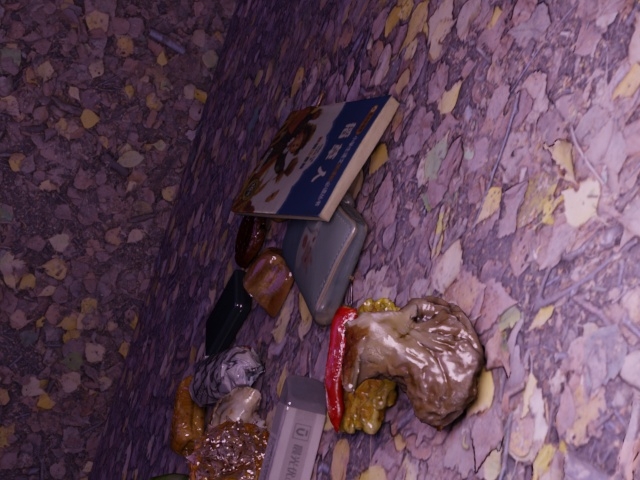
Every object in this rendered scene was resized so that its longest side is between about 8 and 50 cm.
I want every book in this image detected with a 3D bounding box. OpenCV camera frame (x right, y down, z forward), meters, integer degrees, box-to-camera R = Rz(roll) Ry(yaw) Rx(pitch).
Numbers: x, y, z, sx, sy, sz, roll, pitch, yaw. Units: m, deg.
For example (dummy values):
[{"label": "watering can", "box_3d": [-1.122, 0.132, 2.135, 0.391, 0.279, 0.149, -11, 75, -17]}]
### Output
[{"label": "book", "box_3d": [-0.027, -0.174, 1.846, 0.428, 0.039, 0.300, 5, 60, 60]}]

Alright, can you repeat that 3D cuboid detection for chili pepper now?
[{"label": "chili pepper", "box_3d": [0.034, 0.190, 1.438, 0.059, 0.051, 0.267, -6, 73, 66]}]

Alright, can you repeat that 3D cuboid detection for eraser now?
[{"label": "eraser", "box_3d": [-0.063, 0.429, 1.586, 0.061, 0.089, 0.351, 170, 115, -72]}]

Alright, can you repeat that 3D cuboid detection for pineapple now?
[{"label": "pineapple", "box_3d": [-0.174, 0.437, 1.696, 0.224, 0.225, 0.076, -95, -1, -46]}]

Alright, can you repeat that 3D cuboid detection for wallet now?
[{"label": "wallet", "box_3d": [0.000, 0.000, 1.787, 0.360, 0.083, 0.252, -123, 49, -64]}]

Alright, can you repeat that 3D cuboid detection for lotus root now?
[{"label": "lotus root", "box_3d": [-0.122, 0.081, 2.023, 0.135, 0.095, 0.159, -59, 30, 24]}]

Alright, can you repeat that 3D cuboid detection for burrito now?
[{"label": "burrito", "box_3d": [-0.227, 0.325, 2.079, 0.445, 0.101, 0.139, -36, 30, 62]}]

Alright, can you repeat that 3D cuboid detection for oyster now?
[{"label": "oyster", "box_3d": [-0.191, 0.474, 1.823, 0.110, 0.166, 0.341, -49, 42, 43]}]

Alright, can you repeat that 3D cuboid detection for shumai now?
[{"label": "shumai", "box_3d": [0.121, 0.162, 1.201, 0.166, 0.176, 0.206, -65, 25, 21]}]

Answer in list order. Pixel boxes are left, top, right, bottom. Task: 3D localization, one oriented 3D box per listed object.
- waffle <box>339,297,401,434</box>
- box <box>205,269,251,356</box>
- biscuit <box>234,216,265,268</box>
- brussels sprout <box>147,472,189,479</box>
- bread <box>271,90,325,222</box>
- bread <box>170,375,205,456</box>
[{"label": "waffle", "box_3d": [0.074, 0.215, 1.451, 0.238, 0.059, 0.243, -178, 103, -70]}, {"label": "box", "box_3d": [-0.253, 0.206, 2.312, 0.230, 0.050, 0.160, -59, 24, 32]}, {"label": "biscuit", "box_3d": [-0.192, -0.014, 2.343, 0.192, 0.049, 0.192, -168, 90, -74]}, {"label": "brussels sprout", "box_3d": [-0.341, 0.686, 1.839, 0.315, 0.276, 0.371, 39, 122, 49]}, {"label": "bread", "box_3d": [-0.063, -0.211, 2.111, 0.343, 0.084, 0.124, -70, 21, 7]}, {"label": "bread", "box_3d": [-0.366, 0.483, 2.341, 0.211, 0.083, 0.114, -91, 23, -44]}]
